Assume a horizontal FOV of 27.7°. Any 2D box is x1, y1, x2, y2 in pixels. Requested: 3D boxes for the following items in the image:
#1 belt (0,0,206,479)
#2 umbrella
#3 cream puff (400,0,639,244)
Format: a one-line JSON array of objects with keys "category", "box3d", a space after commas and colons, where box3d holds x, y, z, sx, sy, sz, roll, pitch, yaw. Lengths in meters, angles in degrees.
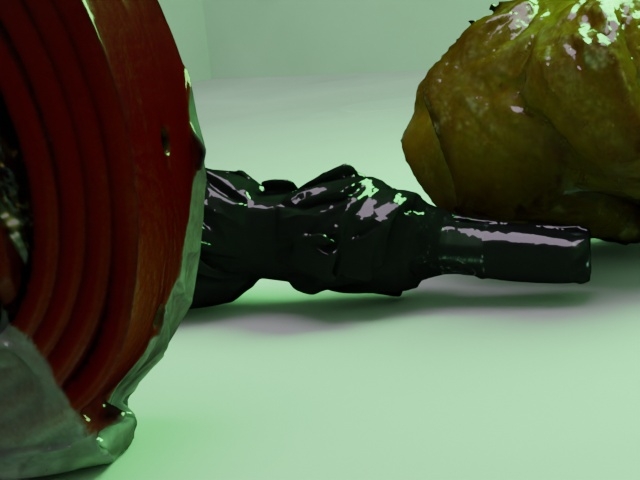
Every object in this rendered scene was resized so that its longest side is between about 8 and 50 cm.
[{"category": "belt", "box3d": [-0.177, -0.044, 0.584, 0.227, 0.323, 0.115, -19, 6, 15]}, {"category": "umbrella", "box3d": [0.000, 0.000, 0.823, 0.340, 0.118, 0.118, 4, 14, 18]}, {"category": "cream puff", "box3d": [0.182, -0.079, 0.861, 0.269, 0.154, 0.241, -7, -25, 25]}]
